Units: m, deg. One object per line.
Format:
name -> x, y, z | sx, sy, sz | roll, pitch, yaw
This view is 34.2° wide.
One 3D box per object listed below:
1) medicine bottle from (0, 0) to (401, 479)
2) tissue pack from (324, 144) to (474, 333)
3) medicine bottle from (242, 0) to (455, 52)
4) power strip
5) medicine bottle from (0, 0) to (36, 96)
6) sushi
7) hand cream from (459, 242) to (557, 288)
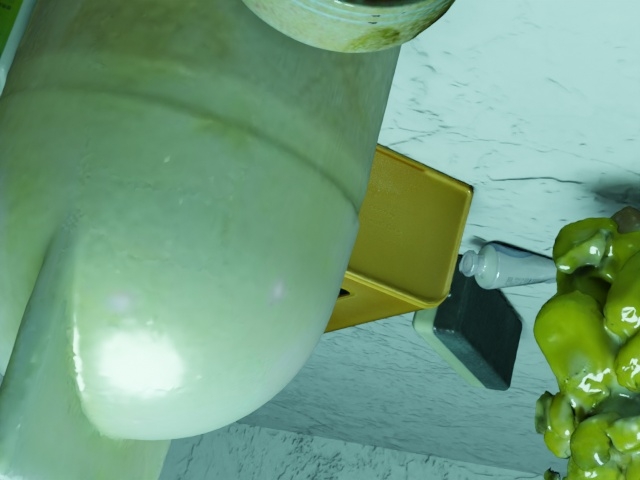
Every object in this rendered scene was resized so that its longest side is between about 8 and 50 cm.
medicine bottle -> -0.090, -0.038, 0.651 | 0.235, 0.406, 0.236 | 14, 162, 5
tissue pack -> 0.000, 0.000, 1.122 | 0.194, 0.145, 0.274 | 24, 159, -19
medicine bottle -> 0.044, -0.214, 0.430 | 0.151, 0.151, 0.322 | 17, 162, -7
power strip -> 0.191, 0.107, 1.339 | 0.070, 0.105, 0.257 | 5, 159, 27
medicine bottle -> -0.266, -0.144, 0.826 | 0.088, 0.189, 0.132 | 15, 161, -1
sushi -> 0.361, 0.109, 0.883 | 0.285, 0.328, 0.328 | 40, 153, -30
hand cream -> 0.228, 0.033, 1.203 | 0.142, 0.053, 0.084 | 6, 167, -23
